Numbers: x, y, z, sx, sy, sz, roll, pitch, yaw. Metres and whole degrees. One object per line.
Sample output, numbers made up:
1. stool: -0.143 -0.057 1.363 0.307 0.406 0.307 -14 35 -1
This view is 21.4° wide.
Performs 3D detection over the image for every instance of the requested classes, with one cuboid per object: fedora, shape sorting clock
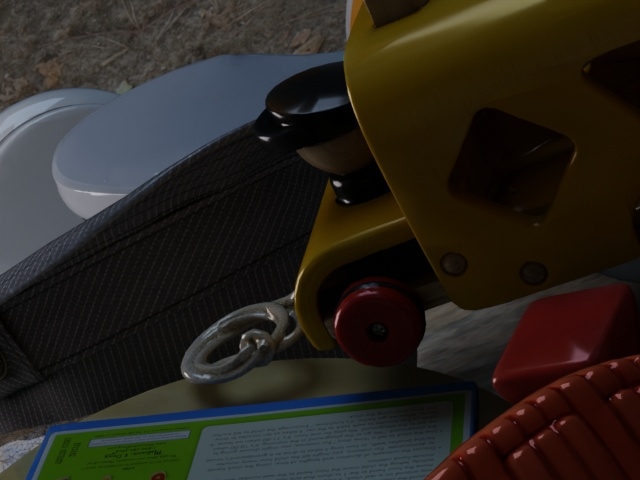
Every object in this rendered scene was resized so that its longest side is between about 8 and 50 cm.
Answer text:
1. fedora: -0.052 0.048 0.730 0.275 0.124 0.243 -29 -3 30
2. shape sorting clock: -0.023 0.098 0.490 0.206 0.040 0.206 -9 25 5

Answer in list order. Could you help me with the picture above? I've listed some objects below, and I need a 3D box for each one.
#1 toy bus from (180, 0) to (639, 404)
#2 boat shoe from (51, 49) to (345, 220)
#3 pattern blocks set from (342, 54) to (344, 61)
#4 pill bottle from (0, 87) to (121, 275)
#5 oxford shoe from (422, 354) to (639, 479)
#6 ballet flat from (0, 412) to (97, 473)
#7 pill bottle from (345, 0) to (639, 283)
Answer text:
1. toy bus: 0.048 -0.042 0.512 0.202 0.104 0.191 -37 23 -22
2. boat shoe: 0.021 -0.038 1.064 0.367 0.156 0.136 -12 39 13
3. pattern blocks set: 0.172 -0.135 0.956 0.324 0.026 0.285 -2 42 24
4. pill bottle: -0.200 -0.019 1.362 0.204 0.204 0.361 -27 9 -12
5. oxford shoe: 0.093 0.070 0.396 0.271 0.097 0.098 -23 -12 -27
6. ballet flat: -0.143 0.129 0.641 0.316 0.108 0.106 -21 23 31
7. pill bottle: 0.128 -0.072 0.735 0.152 0.152 0.272 -27 28 -11
